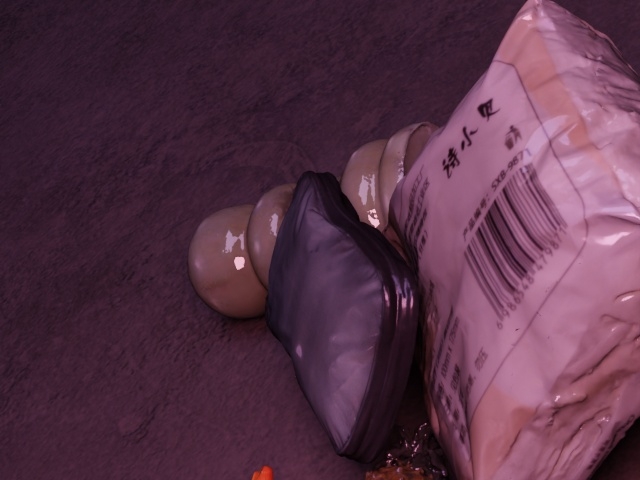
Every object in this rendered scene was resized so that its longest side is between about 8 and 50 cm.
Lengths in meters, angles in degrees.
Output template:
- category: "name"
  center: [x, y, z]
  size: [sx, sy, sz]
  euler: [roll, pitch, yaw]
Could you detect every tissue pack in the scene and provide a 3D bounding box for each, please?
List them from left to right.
- category: "tissue pack"
  center: [0.180, 0.020, 1.308]
  size: [0.375, 0.195, 0.390]
  euler: [-58, 35, 33]

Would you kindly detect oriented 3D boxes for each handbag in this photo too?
- category: "handbag"
  center: [0.011, 0.062, 1.450]
  size: [0.075, 0.191, 0.332]
  euler: [5, 21, -20]

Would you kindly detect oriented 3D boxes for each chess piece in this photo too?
- category: "chess piece"
  center: [0.000, 0.000, 1.673]
  size: [0.330, 0.182, 0.182]
  euler: [-17, 35, 30]

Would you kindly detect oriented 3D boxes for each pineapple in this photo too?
- category: "pineapple"
  center: [0.076, 0.231, 1.357]
  size: [0.108, 0.108, 0.197]
  euler: [-15, 26, 22]

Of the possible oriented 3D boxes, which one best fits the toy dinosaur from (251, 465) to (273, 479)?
- category: "toy dinosaur"
  center: [-0.042, 0.316, 1.358]
  size: [0.117, 0.070, 0.288]
  euler: [-18, 39, 17]
